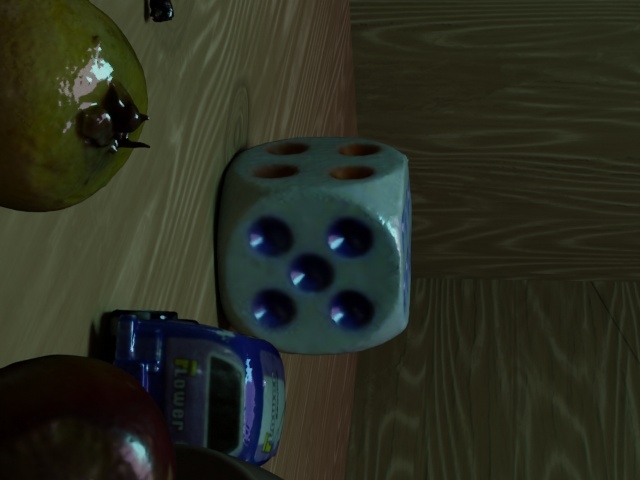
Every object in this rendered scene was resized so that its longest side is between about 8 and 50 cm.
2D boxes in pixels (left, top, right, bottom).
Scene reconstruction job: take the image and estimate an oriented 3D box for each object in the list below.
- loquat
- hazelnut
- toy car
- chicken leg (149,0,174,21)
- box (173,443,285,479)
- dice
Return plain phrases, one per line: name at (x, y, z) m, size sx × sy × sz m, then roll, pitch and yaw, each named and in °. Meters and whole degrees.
loquat at (-0.175, -0.087, 0.674) m, size 0.137 × 0.163 × 0.163 m, roll -52°, pitch 157°, yaw -21°
hazelnut at (-0.176, 0.169, 0.677) m, size 0.178 × 0.178 × 0.204 m, roll -65°, pitch 160°, yaw -72°
toy car at (-0.114, 0.155, 1.091) m, size 0.235 × 0.158 × 0.172 m, roll 33°, pitch 59°, yaw -81°
chicken leg at (-0.158, -0.331, 1.153) m, size 0.093 × 0.053 × 0.205 m, roll 118°, pitch -20°, yaw -74°
box at (-0.102, 0.299, 0.810) m, size 0.216 × 0.301 × 0.301 m, roll 67°, pitch 24°, yaw -56°
dice at (0.000, 0.000, 1.588) m, size 0.259 × 0.251 × 0.243 m, roll -69°, pitch 159°, yaw -71°
